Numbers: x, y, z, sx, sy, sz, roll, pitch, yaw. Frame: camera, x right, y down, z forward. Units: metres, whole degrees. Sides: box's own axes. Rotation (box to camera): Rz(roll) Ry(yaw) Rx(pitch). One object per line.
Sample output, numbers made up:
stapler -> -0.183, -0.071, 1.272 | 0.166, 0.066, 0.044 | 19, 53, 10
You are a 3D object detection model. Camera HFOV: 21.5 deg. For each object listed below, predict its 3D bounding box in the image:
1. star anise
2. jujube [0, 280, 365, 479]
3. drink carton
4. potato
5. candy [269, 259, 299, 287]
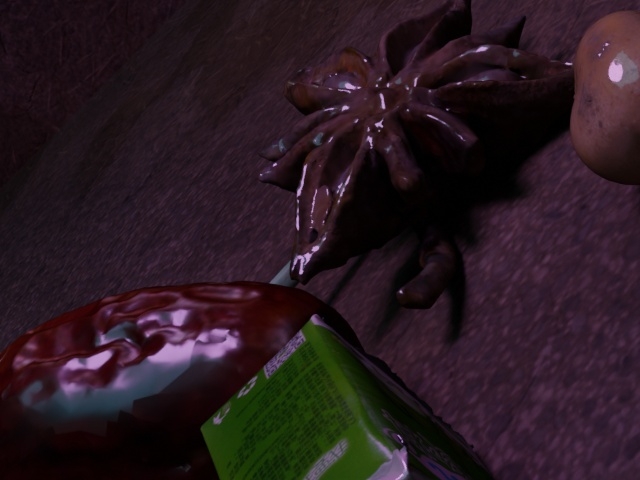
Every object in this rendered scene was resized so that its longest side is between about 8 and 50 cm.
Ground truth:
star anise -> 0.070, -0.077, 1.340 | 0.292, 0.109, 0.349 | -45, 35, -5
jujube -> -0.113, 0.145, 1.195 | 0.318, 0.223, 0.223 | -23, 30, 29
drink carton -> 0.035, 0.152, 0.926 | 0.108, 0.161, 0.271 | -48, 19, 3
potato -> 0.212, -0.089, 1.095 | 0.112, 0.112, 0.147 | -46, 16, 9
candy -> 0.000, 0.000, 1.417 | 0.440, 0.119, 0.119 | -49, 18, -19
